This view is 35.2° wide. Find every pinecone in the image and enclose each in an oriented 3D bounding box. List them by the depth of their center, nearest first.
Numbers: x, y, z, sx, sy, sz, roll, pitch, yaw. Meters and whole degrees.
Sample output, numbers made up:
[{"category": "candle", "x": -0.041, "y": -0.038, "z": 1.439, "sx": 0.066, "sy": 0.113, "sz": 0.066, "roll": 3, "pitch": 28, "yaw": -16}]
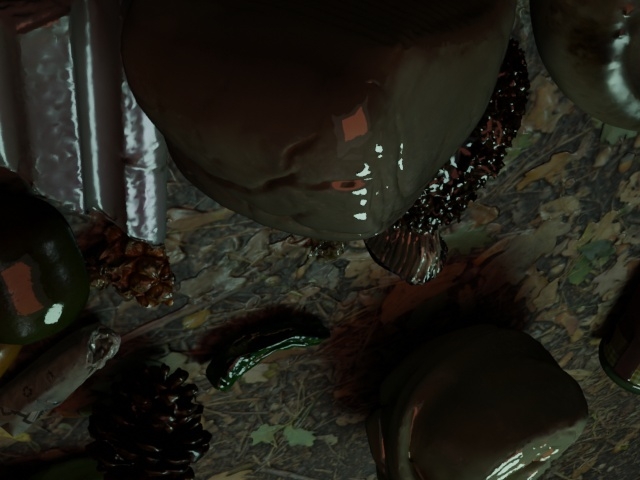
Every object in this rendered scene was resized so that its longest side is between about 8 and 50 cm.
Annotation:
[{"category": "pinecone", "x": -0.215, "y": 0.235, "z": 1.283, "sx": 0.174, "sy": 0.173, "sz": 0.173, "roll": -17, "pitch": 140, "yaw": -15}]

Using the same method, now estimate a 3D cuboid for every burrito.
[{"category": "burrito", "x": -0.323, "y": 0.167, "z": 1.210, "sx": 0.203, "sy": 0.064, "sz": 0.064, "roll": -38, "pitch": 141, "yaw": 12}]

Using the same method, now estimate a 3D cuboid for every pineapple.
[{"category": "pineapple", "x": -0.220, "y": 0.024, "z": 1.123, "sx": 0.114, "sy": 0.077, "sz": 0.114, "roll": -12, "pitch": 105, "yaw": -4}]

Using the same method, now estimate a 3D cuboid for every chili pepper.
[{"category": "chili pepper", "x": -0.069, "y": 0.141, "z": 1.346, "sx": 0.182, "sy": 0.050, "sz": 0.073, "roll": -19, "pitch": 134, "yaw": -16}]

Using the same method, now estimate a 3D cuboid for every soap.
[{"category": "soap", "x": -0.268, "y": -0.106, "z": 0.855, "sx": 0.258, "sy": 0.159, "sz": 0.302, "roll": -16, "pitch": 138, "yaw": -21}]

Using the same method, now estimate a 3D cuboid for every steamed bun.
[{"category": "steamed bun", "x": 0.012, "y": -0.130, "z": 0.818, "sx": 0.383, "sy": 0.247, "sz": 0.236, "roll": -54, "pitch": 160, "yaw": -51}, {"category": "steamed bun", "x": 0.209, "y": 0.266, "z": 1.497, "sx": 0.342, "sy": 0.255, "sz": 0.367, "roll": -44, "pitch": 172, "yaw": -8}]

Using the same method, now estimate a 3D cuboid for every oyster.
[{"category": "oyster", "x": 0.000, "y": 0.000, "z": 1.238, "sx": 0.083, "sy": 0.038, "sz": 0.080, "roll": 14, "pitch": 127, "yaw": -42}]

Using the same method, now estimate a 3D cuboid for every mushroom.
[{"category": "mushroom", "x": 0.390, "y": -0.255, "z": 0.984, "sx": 0.362, "sy": 0.294, "sz": 0.362, "roll": -16, "pitch": 138, "yaw": -15}]

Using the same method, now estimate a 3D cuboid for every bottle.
[{"category": "bottle", "x": 0.570, "y": 0.123, "z": 1.653, "sx": 0.143, "sy": 0.156, "sz": 0.271, "roll": 16, "pitch": 131, "yaw": -2}]

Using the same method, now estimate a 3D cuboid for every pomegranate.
[{"category": "pomegranate", "x": -0.330, "y": 0.036, "z": 1.004, "sx": 0.191, "sy": 0.131, "sz": 0.152, "roll": -17, "pitch": 116, "yaw": -3}]

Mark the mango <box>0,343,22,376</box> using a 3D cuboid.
[{"category": "mango", "x": -0.418, "y": 0.141, "z": 1.086, "sx": 0.227, "sy": 0.109, "sz": 0.147, "roll": -31, "pitch": 141, "yaw": -14}]

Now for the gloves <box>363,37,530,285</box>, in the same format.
[{"category": "gloves", "x": 0.111, "y": -0.094, "z": 1.067, "sx": 0.135, "sy": 0.210, "sz": 0.312, "roll": 12, "pitch": 130, "yaw": -10}]

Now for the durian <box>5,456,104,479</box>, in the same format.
[{"category": "durian", "x": -0.340, "y": 0.429, "z": 1.382, "sx": 0.256, "sy": 0.204, "sz": 0.339, "roll": -25, "pitch": 141, "yaw": -25}]
